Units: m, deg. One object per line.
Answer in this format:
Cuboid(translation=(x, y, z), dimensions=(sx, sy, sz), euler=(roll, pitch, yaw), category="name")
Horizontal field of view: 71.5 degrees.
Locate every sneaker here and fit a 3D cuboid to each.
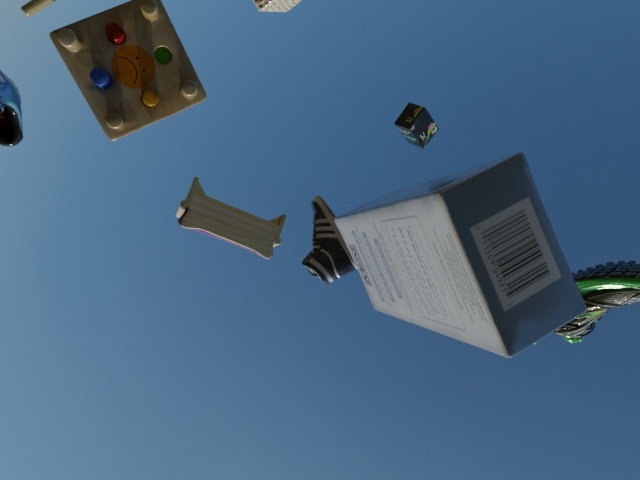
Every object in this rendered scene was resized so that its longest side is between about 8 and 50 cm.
Cuboid(translation=(0.600, 0.143, 1.004), dimensions=(0.343, 0.134, 0.147), euler=(-31, -101, 48), category="sneaker")
Cuboid(translation=(-0.308, -0.143, 0.391), dimensions=(0.063, 0.162, 0.073), euler=(-29, -106, -13), category="sneaker")
Cuboid(translation=(0.000, 0.000, 1.296), dimensions=(0.153, 0.099, 0.282), euler=(-34, -124, 5), category="sneaker")

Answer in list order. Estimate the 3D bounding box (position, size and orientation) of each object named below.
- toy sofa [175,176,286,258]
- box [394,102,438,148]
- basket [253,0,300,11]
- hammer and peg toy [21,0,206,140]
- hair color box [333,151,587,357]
Cuboid(translation=(-0.318, -0.061, 1.560), dimensions=(0.150, 0.362, 0.177), euler=(-20, -129, 64), category="toy sofa")
Cuboid(translation=(0.219, -0.261, 1.014), dimensions=(0.062, 0.083, 0.052), euler=(-54, -133, 1), category="box")
Cuboid(translation=(-0.110, -0.669, 1.153), dimensions=(0.113, 0.103, 0.167), euler=(-21, -166, 33), category="basket")
Cuboid(translation=(-0.458, -0.440, 1.006), dimensions=(0.265, 0.362, 0.127), euler=(-28, -161, -10), category="hammer and peg toy")
Cuboid(translation=(0.151, 0.018, 0.623), dimensions=(0.113, 0.186, 0.374), euler=(-25, -175, -14), category="hair color box")
